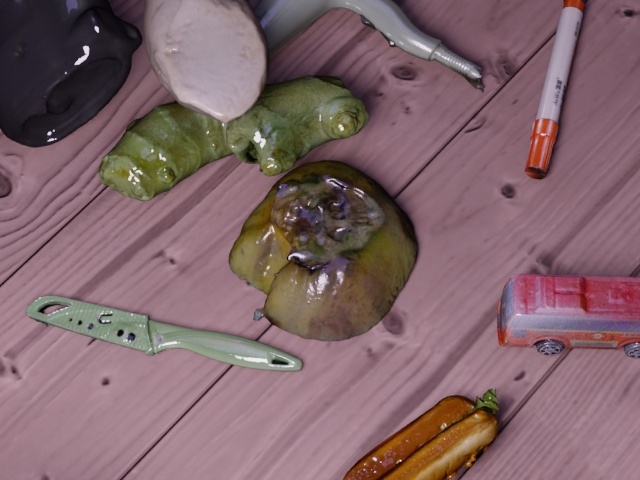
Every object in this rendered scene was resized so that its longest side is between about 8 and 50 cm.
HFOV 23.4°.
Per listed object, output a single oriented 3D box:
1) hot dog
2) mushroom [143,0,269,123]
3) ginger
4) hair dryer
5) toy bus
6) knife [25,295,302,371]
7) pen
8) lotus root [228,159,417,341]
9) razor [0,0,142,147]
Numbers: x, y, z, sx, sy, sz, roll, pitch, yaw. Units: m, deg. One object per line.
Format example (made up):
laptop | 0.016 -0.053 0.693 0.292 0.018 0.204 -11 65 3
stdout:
hot dog | 0.097 0.206 1.459 0.188 0.055 0.072 -32 33 -20
mushroom | -0.128 -0.234 1.644 0.128 0.128 0.350 -10 34 -2
ginger | -0.092 -0.112 1.638 0.290 0.089 0.137 -7 55 -1
hair dryer | 0.019 -0.223 1.718 0.229 0.092 0.267 -31 72 -5
toy bus | 0.272 0.070 1.518 0.192 0.077 0.065 1 56 3
knife | -0.160 0.098 1.561 0.293 0.020 0.043 13 63 12
pen | 0.256 -0.169 1.689 0.028 0.028 0.239 11 60 10
lotus root | 0.002 -0.003 1.580 0.183 0.078 0.203 22 65 17
razor | -0.329 -0.279 1.709 0.204 0.113 0.349 -41 57 26
